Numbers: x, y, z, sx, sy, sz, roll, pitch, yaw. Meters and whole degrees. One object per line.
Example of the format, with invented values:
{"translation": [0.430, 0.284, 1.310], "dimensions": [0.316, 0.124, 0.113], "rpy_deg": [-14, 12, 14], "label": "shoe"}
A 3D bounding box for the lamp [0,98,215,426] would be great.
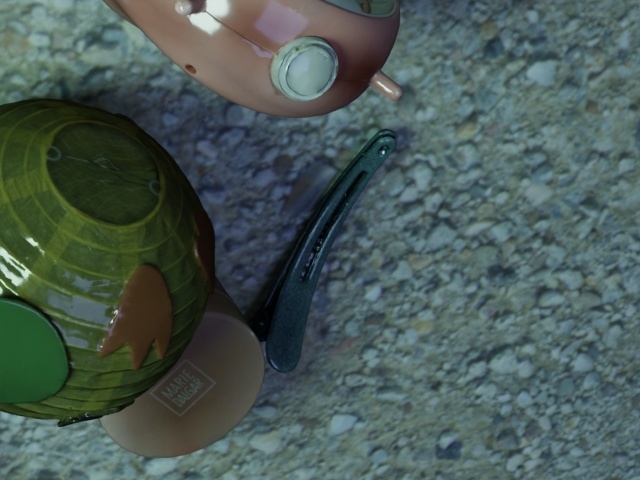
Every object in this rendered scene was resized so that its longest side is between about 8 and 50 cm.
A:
{"translation": [-0.217, 0.030, 1.458], "dimensions": [0.250, 0.250, 0.284], "rpy_deg": [8, 142, -32], "label": "lamp"}

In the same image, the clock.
{"translation": [-0.057, -0.171, 1.398], "dimensions": [0.227, 0.241, 0.142], "rpy_deg": [18, 114, -36], "label": "clock"}

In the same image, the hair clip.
{"translation": [0.000, 0.000, 1.670], "dimensions": [0.039, 0.070, 0.229], "rpy_deg": [19, 104, -32], "label": "hair clip"}

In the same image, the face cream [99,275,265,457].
{"translation": [-0.133, 0.095, 1.623], "dimensions": [0.149, 0.104, 0.149], "rpy_deg": [-14, 126, -20], "label": "face cream"}
